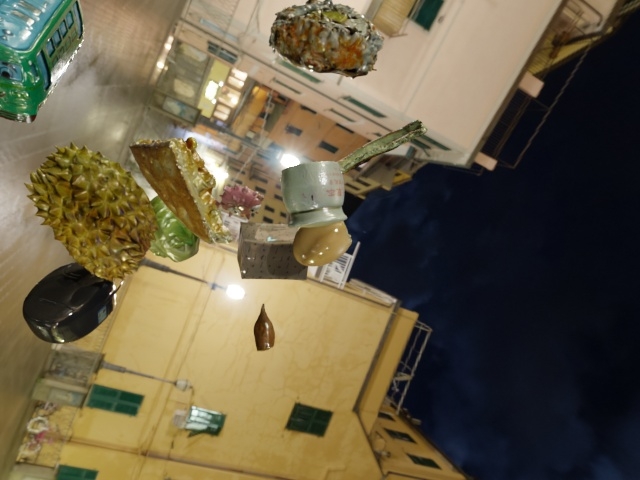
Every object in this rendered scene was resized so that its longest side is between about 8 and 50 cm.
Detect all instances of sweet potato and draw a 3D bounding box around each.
[{"bbox_3d":[-0.128,0.199,0.975,0.049,0.049,0.117,-45,-137,48],"label":"sweet potato"}]

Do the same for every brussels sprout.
[{"bbox_3d":[-0.461,-0.047,1.332,0.223,0.161,0.223,10,90,-72],"label":"brussels sprout"}]

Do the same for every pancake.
[{"bbox_3d":[0.187,-0.318,1.489,0.426,0.067,0.305,-24,-171,7],"label":"pancake"}]

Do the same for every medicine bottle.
[{"bbox_3d":[-0.015,-0.102,0.989,0.147,0.147,0.143,173,-92,-68],"label":"medicine bottle"}]

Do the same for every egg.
[{"bbox_3d":[0.000,0.000,1.669,0.244,0.201,0.201,-41,-156,6],"label":"egg"}]

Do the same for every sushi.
[{"bbox_3d":[0.022,-0.692,1.441,0.418,0.417,0.176,-90,-169,-48],"label":"sushi"}]

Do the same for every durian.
[{"bbox_3d":[-0.403,-0.054,0.794,0.186,0.260,0.154,-42,-150,9],"label":"durian"}]

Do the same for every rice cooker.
[{"bbox_3d":[-0.514,0.125,0.896,0.203,0.142,0.118,-59,161,-55],"label":"rice cooker"}]

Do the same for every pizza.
[{"bbox_3d":[-0.333,-0.120,1.011,0.268,0.258,0.087,12,-144,44],"label":"pizza"}]

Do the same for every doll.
[{"bbox_3d":[-0.383,-0.181,1.981,0.211,0.261,0.093,77,13,-49],"label":"doll"}]

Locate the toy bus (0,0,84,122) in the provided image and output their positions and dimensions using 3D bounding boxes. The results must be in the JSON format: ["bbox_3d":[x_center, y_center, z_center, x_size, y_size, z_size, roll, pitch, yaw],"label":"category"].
[{"bbox_3d":[-0.686,-0.466,0.974,0.199,0.183,0.344,-47,-147,50],"label":"toy bus"}]

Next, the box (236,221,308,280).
[{"bbox_3d":[-0.208,0.047,1.886,0.225,0.296,0.191,-125,-140,-64],"label":"box"}]
